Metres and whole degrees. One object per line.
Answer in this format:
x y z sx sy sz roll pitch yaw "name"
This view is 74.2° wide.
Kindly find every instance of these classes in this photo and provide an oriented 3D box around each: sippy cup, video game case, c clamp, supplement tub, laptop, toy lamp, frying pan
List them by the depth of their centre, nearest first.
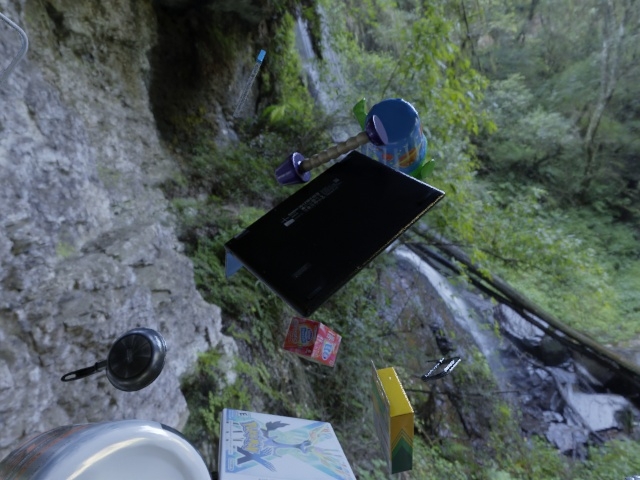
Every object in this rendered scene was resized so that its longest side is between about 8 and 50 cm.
-0.293 0.333 0.516 0.337 0.207 0.207 -26 -1 43 "supplement tub"
0.000 0.000 0.965 0.382 0.237 0.407 -39 50 -21 "laptop"
0.016 -0.196 0.969 0.274 0.080 0.080 -21 6 26 "toy lamp"
-0.084 0.495 0.981 0.299 0.036 0.329 13 0 -12 "video game case"
-0.194 -0.428 1.155 0.015 0.166 0.119 23 31 -16 "video game case"
0.355 0.387 1.272 0.137 0.022 0.160 -28 -6 37 "c clamp"
-0.635 0.355 1.312 0.325 0.198 0.053 5 -26 8 "frying pan"
0.238 -0.341 1.398 0.305 0.240 0.224 11 -12 14 "sippy cup"

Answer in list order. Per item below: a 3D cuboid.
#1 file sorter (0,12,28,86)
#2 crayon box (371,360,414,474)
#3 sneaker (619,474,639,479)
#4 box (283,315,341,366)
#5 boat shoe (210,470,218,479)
-0.560 -0.295 0.517 0.173 0.277 0.193 -54 -6 -2 "file sorter"
0.238 0.580 1.413 0.083 0.323 0.203 -9 27 -6 "crayon box"
0.735 0.571 0.890 0.228 0.086 0.132 -13 23 2 "sneaker"
-0.025 0.389 1.611 0.122 0.128 0.257 9 -20 25 "box"
-0.193 0.666 0.884 0.130 0.356 0.132 4 22 44 "boat shoe"
